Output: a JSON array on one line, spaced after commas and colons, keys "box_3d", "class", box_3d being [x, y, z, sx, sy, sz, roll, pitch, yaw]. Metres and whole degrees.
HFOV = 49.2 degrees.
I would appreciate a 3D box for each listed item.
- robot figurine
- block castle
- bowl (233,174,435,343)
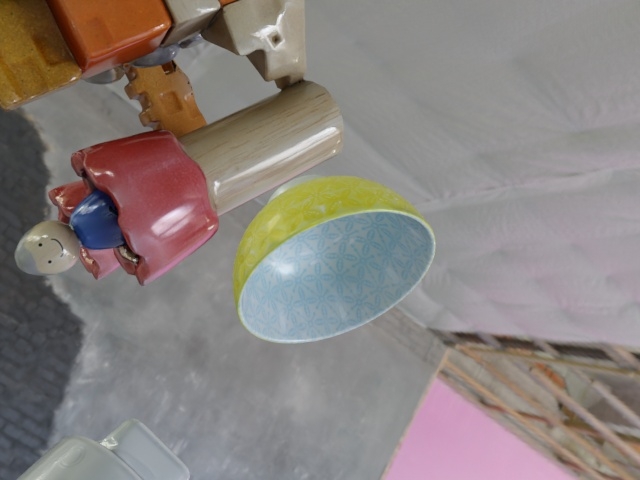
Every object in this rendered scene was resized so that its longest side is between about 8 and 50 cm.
[{"box_3d": [-0.319, 0.380, 0.836, 0.200, 0.353, 0.300, 41, -40, 5], "class": "robot figurine"}, {"box_3d": [-0.201, -0.191, 0.474, 0.303, 0.213, 0.453, -3, -66, 65], "class": "block castle"}, {"box_3d": [0.000, 0.000, 0.986, 0.156, 0.289, 0.289, 66, 4, 34], "class": "bowl"}]
